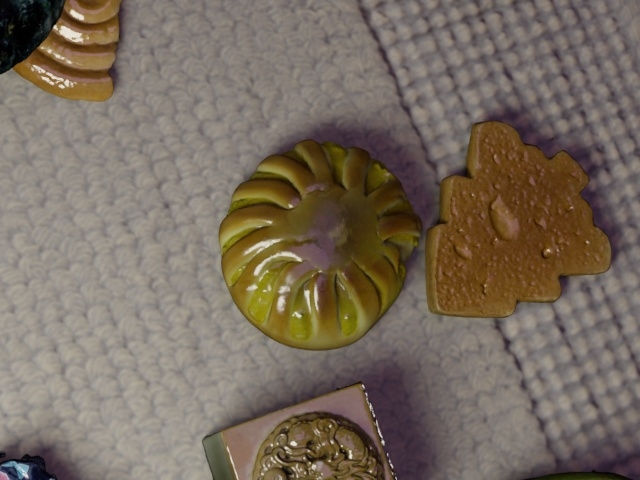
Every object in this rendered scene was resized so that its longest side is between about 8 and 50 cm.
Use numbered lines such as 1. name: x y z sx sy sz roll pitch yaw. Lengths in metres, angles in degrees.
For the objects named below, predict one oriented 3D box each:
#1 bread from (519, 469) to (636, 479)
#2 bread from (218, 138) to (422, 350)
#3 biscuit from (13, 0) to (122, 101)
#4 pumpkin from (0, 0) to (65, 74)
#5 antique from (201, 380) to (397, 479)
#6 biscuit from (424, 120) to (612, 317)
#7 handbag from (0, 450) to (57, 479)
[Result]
1. bread: 0.246 0.406 1.379 0.366 0.129 0.382 45 71 0
2. bread: 0.000 0.000 1.412 0.213 0.105 0.213 2 78 -11
3. biscuit: -0.270 -0.253 1.427 0.144 0.033 0.224 3 77 -14
4. pumpkin: -0.347 -0.256 1.313 0.233 0.163 0.233 2 76 -9
5. antique: -0.012 0.224 1.338 0.151 0.148 0.147 -18 82 -15
6. biscuit: 0.192 -0.005 1.496 0.238 0.041 0.212 -44 98 -18
7. handbag: -0.303 0.316 1.261 0.162 0.113 0.260 43 70 -10
